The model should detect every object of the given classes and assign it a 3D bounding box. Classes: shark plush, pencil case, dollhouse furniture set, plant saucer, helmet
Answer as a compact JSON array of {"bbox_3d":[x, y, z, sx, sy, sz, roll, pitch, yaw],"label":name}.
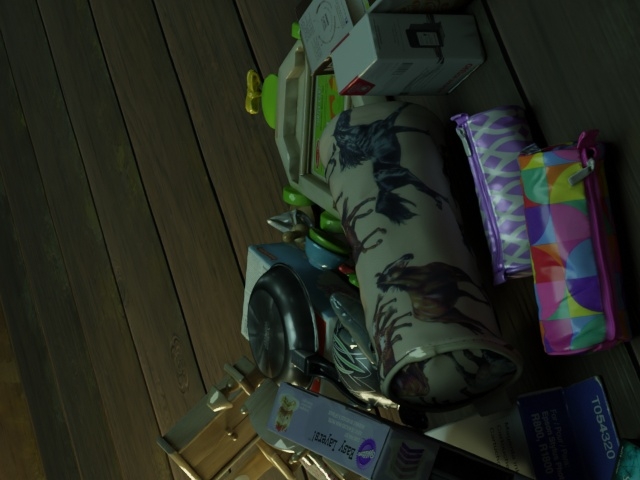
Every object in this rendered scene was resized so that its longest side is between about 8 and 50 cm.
[{"bbox_3d":[0.064,0.132,1.745,0.161,0.073,0.067,65,-169,21],"label":"shark plush"},{"bbox_3d":[0.212,-0.055,1.667,0.086,0.088,0.206,-30,71,50],"label":"pencil case"},{"bbox_3d":[-0.051,0.351,2.079,0.355,0.174,0.303,36,166,45],"label":"dollhouse furniture set"},{"bbox_3d":[0.270,0.005,1.563,0.104,0.104,0.236,-6,93,63],"label":"pencil case"},{"bbox_3d":[-0.022,-0.027,2.203,0.083,0.015,0.083,26,119,59],"label":"plant saucer"},{"bbox_3d":[0.112,0.014,1.732,0.183,0.160,0.410,58,-166,-51],"label":"pencil case"},{"bbox_3d":[0.093,0.135,1.864,0.169,0.161,0.169,25,119,58],"label":"helmet"}]

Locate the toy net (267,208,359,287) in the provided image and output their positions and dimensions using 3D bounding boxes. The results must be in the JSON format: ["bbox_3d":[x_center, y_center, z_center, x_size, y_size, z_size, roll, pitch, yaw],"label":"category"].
[{"bbox_3d":[0.000,0.000,2.092,0.045,0.122,0.232,-62,27,8],"label":"toy net"}]

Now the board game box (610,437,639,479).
[{"bbox_3d":[0.341,0.315,1.535,0.126,0.026,0.186,23,103,59],"label":"board game box"}]

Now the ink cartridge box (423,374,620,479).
[{"bbox_3d":[0.253,0.349,1.716,0.330,0.071,0.324,-38,62,61],"label":"ink cartridge box"}]

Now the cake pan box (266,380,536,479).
[{"bbox_3d":[0.102,0.246,1.648,0.267,0.245,0.070,12,81,60],"label":"cake pan box"}]

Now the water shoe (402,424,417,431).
[{"bbox_3d":[0.122,0.348,1.961,0.080,0.073,0.203,-52,52,51],"label":"water shoe"}]

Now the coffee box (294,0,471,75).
[{"bbox_3d":[0.084,-0.299,1.795,0.246,0.141,0.098,-38,63,59],"label":"coffee box"}]

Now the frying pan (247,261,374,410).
[{"bbox_3d":[-0.032,0.174,2.056,0.197,0.053,0.326,107,146,-41],"label":"frying pan"}]

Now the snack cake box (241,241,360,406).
[{"bbox_3d":[-0.019,0.121,2.157,0.264,0.089,0.152,40,129,52],"label":"snack cake box"}]

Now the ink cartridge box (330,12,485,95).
[{"bbox_3d":[0.105,-0.223,1.765,0.109,0.150,0.063,-39,58,59],"label":"ink cartridge box"}]

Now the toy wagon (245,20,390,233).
[{"bbox_3d":[-0.006,-0.175,2.081,0.344,0.068,0.267,37,128,55],"label":"toy wagon"}]
